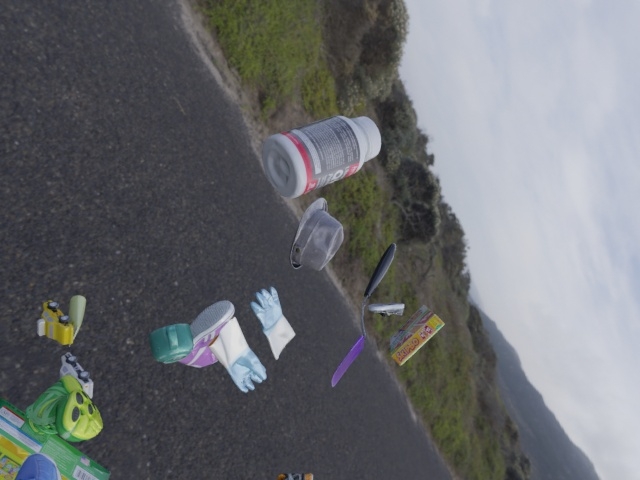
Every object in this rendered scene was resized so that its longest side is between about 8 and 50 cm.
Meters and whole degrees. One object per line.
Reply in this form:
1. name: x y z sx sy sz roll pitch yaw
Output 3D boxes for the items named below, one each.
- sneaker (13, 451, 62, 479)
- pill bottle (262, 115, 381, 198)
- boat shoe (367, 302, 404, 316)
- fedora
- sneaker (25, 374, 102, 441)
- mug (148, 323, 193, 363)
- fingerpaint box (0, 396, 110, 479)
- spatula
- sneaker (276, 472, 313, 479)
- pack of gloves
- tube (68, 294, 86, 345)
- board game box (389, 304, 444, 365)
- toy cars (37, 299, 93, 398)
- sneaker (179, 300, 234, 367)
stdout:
1. sneaker: -0.473 0.434 0.699 0.211 0.080 0.081 -114 -163 -51
2. pill bottle: 0.012 -0.248 1.236 0.319 0.176 0.176 -26 101 -30
3. boat shoe: 0.212 0.224 1.408 0.142 0.049 0.040 2 92 -32
4. fedora: 0.000 0.000 1.554 0.244 0.124 0.275 -35 149 -60
5. sneaker: -0.563 0.385 0.961 0.124 0.296 0.109 -36 106 -31
6. mug: -0.477 0.331 1.397 0.158 0.130 0.097 47 22 -70
7. fingerpaint box: -0.969 0.777 1.357 0.445 0.371 0.163 45 -7 -15
8. spatula: 0.086 0.126 0.813 0.084 0.031 0.296 81 29 -61
9. sneaker: -0.066 0.560 0.929 0.215 0.083 0.084 60 39 -83
10. pack of gloves: -0.129 0.229 0.986 0.195 0.046 0.232 -49 142 -29
11. tube: -0.986 0.312 1.773 0.240 0.062 0.070 -126 -159 -52
12. board game box: 0.213 0.207 1.010 0.039 0.124 0.259 46 3 11
13. toy cars: -0.933 0.399 1.581 0.087 0.177 0.393 -17 82 -49
14. sneaker: -0.380 0.338 1.562 0.161 0.282 0.102 42 9 -37
